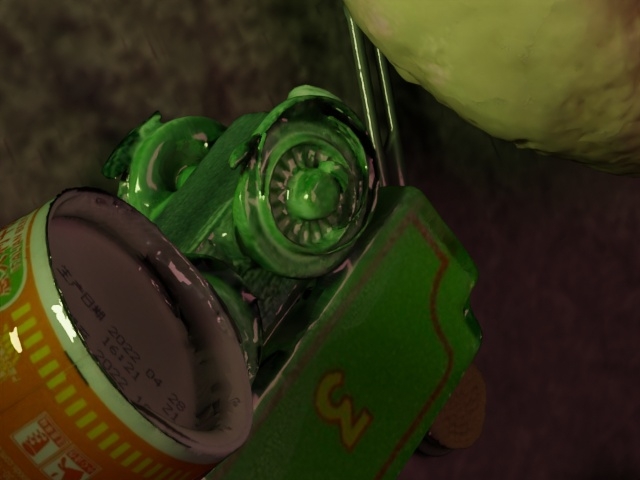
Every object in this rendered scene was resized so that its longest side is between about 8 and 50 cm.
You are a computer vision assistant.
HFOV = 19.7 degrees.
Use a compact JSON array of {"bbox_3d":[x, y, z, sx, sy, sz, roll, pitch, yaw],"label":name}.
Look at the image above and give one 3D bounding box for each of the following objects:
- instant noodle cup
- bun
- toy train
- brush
[{"bbox_3d":[-0.129,0.077,0.698,0.168,0.185,0.168,45,23,-25],"label":"instant noodle cup"},{"bbox_3d":[0.142,-0.207,1.049,0.361,0.213,0.361,-12,105,-50],"label":"bun"},{"bbox_3d":[-0.034,0.049,0.870,0.188,0.132,0.243,51,59,-27],"label":"toy train"},{"bbox_3d":[0.049,-0.010,1.039,0.062,0.027,0.266,-9,86,-47],"label":"brush"}]
